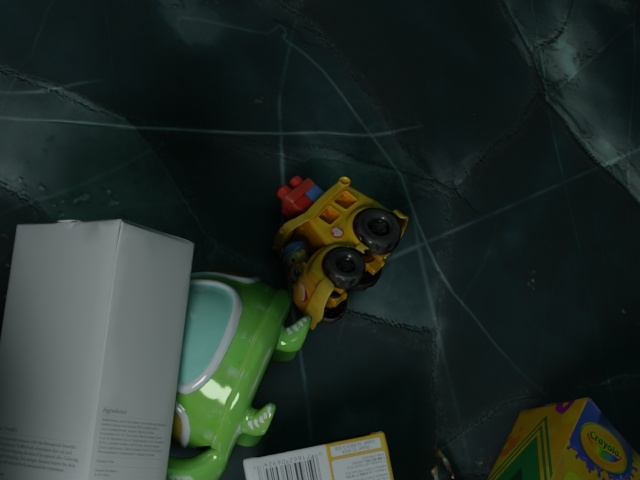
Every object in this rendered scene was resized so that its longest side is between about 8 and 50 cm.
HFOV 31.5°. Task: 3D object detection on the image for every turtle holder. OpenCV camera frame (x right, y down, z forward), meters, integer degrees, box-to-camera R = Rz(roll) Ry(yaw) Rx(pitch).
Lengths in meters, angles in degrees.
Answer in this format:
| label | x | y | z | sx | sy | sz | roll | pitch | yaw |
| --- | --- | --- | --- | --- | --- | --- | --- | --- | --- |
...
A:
| label | x | y | z | sx | sy | sz | roll | pitch | yaw |
| --- | --- | --- | --- | --- | --- | --- | --- | --- | --- |
| turtle holder | -0.168 | 0.192 | 1.596 | 0.227 | 0.243 | 0.320 | 23 | 97 | -1 |

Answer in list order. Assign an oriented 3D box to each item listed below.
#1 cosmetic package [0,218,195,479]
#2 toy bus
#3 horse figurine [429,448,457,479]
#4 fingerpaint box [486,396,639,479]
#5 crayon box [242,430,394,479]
| label | x | y | z | sx | sy | sz | roll | pitch | yaw |
| --- | --- | --- | --- | --- | --- | --- | --- | --- | --- |
| cosmetic package | -0.298 | 0.165 | 1.449 | 0.155 | 0.196 | 0.366 | 21 | 74 | -53 |
| toy bus | 0.000 | 0.000 | 1.820 | 0.211 | 0.149 | 0.220 | 39 | 56 | 9 |
| horse figurine | 0.201 | 0.446 | 1.751 | 0.174 | 0.066 | 0.263 | 50 | 46 | -8 |
| fingerpaint box | 0.424 | 0.532 | 1.746 | 0.445 | 0.163 | 0.371 | 46 | 53 | -15 |
| crayon box | 0.019 | 0.444 | 1.578 | 0.203 | 0.083 | 0.323 | -10 | 80 | -4 |
